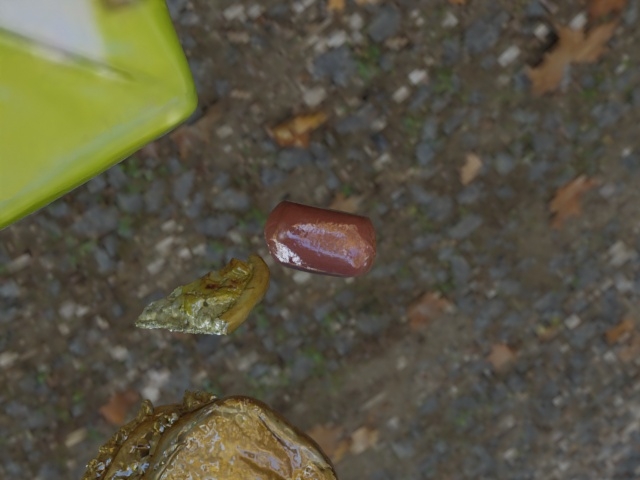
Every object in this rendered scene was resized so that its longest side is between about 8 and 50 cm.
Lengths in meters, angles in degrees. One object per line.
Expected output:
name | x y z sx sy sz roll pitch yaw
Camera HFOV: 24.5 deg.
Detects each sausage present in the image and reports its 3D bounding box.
sausage | 0.000 0.001 1.193 0.094 0.059 0.054 11 94 -2

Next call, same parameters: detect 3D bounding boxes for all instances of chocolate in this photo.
chocolate | -0.171 -0.141 0.636 0.137 0.289 0.301 -21 -174 -11

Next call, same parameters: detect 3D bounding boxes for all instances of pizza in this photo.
pizza | -0.091 0.044 1.079 0.108 0.123 0.026 -16 107 14

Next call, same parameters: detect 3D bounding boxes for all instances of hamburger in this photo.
hamburger | -0.121 0.269 1.460 0.260 0.245 0.211 -16 -178 -24
